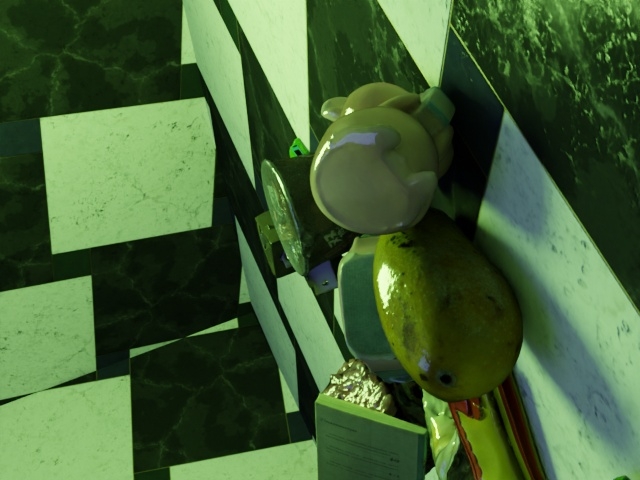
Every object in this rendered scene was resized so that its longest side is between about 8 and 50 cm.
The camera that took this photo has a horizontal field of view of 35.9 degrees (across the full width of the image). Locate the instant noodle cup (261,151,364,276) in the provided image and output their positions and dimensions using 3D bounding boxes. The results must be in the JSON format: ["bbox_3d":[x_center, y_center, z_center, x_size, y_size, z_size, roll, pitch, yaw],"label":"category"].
[{"bbox_3d":[0.026,-0.069,1.722,0.217,0.207,0.218,161,90,-78],"label":"instant noodle cup"}]

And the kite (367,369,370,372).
[{"bbox_3d":[0.130,0.202,1.732,0.156,0.139,0.011,30,131,34],"label":"kite"}]

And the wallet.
[{"bbox_3d":[0.255,0.287,1.517,0.141,0.067,0.241,-7,105,58],"label":"wallet"}]

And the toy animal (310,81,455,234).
[{"bbox_3d":[0.087,-0.128,1.354,0.195,0.256,0.213,46,129,-7],"label":"toy animal"}]

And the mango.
[{"bbox_3d":[0.167,0.069,1.365,0.176,0.175,0.330,33,-149,-50],"label":"mango"}]

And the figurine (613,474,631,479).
[{"bbox_3d":[0.352,0.367,1.154,0.147,0.126,0.192,56,-179,19],"label":"figurine"}]

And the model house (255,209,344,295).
[{"bbox_3d":[0.000,0.000,1.959,0.243,0.211,0.204,155,94,-79],"label":"model house"}]

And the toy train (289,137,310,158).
[{"bbox_3d":[-0.034,-0.170,2.255,0.209,0.042,0.044,-124,19,-51],"label":"toy train"}]

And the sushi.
[{"bbox_3d":[0.135,0.335,1.908,0.236,0.171,0.270,28,-155,-30],"label":"sushi"}]

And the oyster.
[{"bbox_3d":[0.231,0.320,1.693,0.275,0.100,0.271,-95,-5,-53],"label":"oyster"}]

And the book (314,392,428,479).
[{"bbox_3d":[0.088,0.416,1.772,0.214,0.025,0.283,15,125,20],"label":"book"}]

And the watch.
[{"bbox_3d":[0.131,0.111,1.622,0.241,0.161,0.254,-11,-83,-77],"label":"watch"}]
